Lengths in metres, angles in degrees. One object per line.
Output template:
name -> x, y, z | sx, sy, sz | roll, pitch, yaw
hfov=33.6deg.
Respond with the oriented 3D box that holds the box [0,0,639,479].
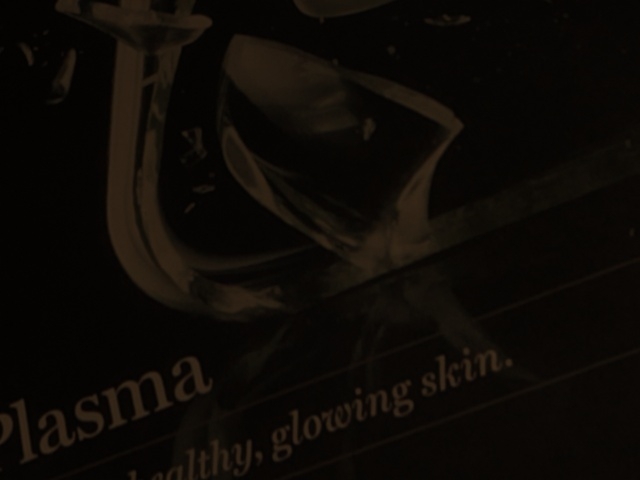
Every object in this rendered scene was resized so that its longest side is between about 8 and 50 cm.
box -> 0.012, -0.037, 0.549 | 0.480, 0.471, 0.297 | -22, 150, 9
